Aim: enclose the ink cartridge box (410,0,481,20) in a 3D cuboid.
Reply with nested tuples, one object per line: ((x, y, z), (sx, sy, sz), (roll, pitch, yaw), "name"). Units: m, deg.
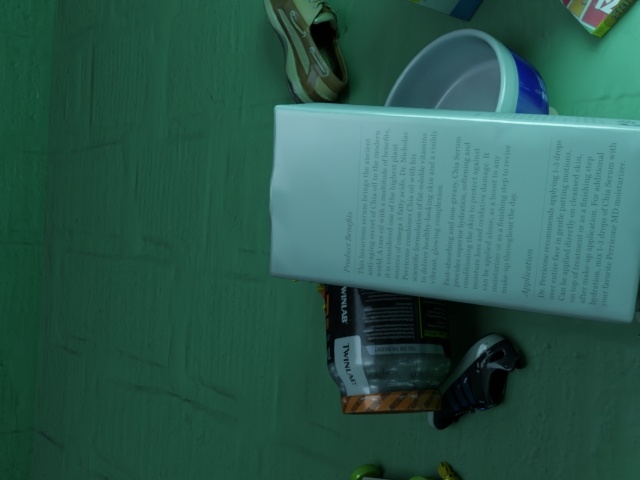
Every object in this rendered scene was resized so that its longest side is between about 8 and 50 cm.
((0.160, -0.481, 1.166), (0.168, 0.233, 0.171), (-55, 51, 33), "ink cartridge box")

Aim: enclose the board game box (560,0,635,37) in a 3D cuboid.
((0.429, -0.415, 1.005), (0.259, 0.039, 0.124), (-49, 54, 33), "board game box")

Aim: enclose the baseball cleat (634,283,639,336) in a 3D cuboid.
((0.450, 0.034, 0.929), (0.109, 0.072, 0.205), (3, 99, 36), "baseball cleat")

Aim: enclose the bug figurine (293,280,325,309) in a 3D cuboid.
((0.000, 0.000, 1.364), (0.072, 0.279, 0.216), (0, 71, 18), "bug figurine")

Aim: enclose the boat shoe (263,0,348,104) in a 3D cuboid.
((-0.016, -0.418, 1.470), (0.120, 0.123, 0.324), (-24, 78, 41), "boat shoe")

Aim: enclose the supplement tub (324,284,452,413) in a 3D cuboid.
((0.103, 0.109, 1.168), (0.193, 0.194, 0.316), (-20, 66, 47), "supplement tub")

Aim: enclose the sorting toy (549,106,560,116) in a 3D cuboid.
((0.290, -0.073, 1.110), (0.208, 0.038, 0.193), (-41, 36, 36), "sorting toy")

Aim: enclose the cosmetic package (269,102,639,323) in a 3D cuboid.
((0.172, -0.051, 0.960), (0.453, 0.161, 0.230), (7, 105, 18), "cosmetic package")

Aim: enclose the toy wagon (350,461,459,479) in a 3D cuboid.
((0.113, 0.510, 1.265), (0.344, 0.068, 0.267), (-58, 38, 20), "toy wagon")

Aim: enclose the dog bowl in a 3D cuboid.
((0.211, -0.180, 1.144), (0.265, 0.104, 0.265), (-29, 52, 45), "dog bowl")

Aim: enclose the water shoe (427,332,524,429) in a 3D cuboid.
((0.237, 0.239, 1.166), (0.080, 0.073, 0.203), (47, 124, 35), "water shoe")
